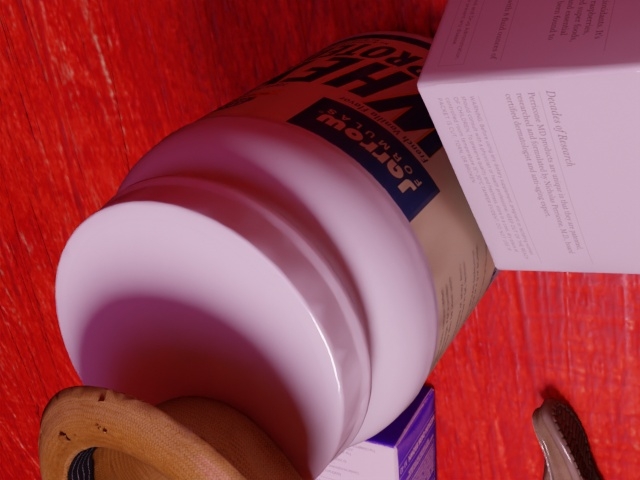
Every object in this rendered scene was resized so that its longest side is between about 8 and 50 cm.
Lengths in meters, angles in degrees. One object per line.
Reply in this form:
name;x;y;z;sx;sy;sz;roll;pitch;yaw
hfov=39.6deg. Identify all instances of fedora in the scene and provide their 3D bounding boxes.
fedora;-0.068;0.146;0.490;0.194;0.079;0.194;18;124;29

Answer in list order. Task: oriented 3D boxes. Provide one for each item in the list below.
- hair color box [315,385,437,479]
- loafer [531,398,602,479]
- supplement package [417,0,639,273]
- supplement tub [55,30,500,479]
hair color box;0.021;0.297;0.923;0.185;0.110;0.339;9;118;26
loafer;0.216;0.208;0.787;0.050;0.056;0.148;-18;105;30
supplement package;0.235;-0.095;0.499;0.293;0.177;0.175;1;143;31
supplement tub;0.000;0.000;0.630;0.235;0.325;0.235;14;122;24
